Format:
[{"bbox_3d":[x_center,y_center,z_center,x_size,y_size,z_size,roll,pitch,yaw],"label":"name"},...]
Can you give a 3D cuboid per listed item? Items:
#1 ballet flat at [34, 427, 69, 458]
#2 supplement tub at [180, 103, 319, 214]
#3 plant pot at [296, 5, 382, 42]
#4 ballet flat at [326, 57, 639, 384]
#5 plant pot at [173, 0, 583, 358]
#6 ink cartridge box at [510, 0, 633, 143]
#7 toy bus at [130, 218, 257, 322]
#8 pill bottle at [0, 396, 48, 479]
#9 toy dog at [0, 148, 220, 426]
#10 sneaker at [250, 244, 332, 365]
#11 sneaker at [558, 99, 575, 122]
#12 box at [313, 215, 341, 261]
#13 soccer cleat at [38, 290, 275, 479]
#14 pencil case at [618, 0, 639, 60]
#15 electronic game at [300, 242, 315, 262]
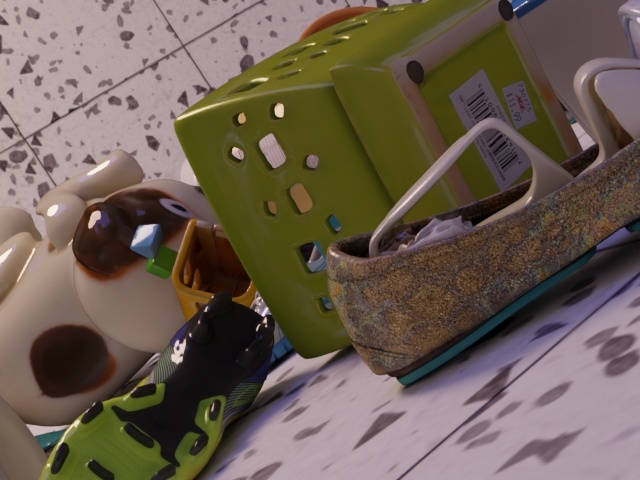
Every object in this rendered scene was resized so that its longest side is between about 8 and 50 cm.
[{"bbox_3d":[-0.205,0.187,1.095,0.072,0.068,0.213,-29,1,-41],"label":"ballet flat"},{"bbox_3d":[-0.007,-0.117,1.791,0.331,0.241,0.241,-31,5,28],"label":"supplement tub"},{"bbox_3d":[0.066,-0.199,2.067,0.291,0.291,0.203,-36,-10,-29],"label":"plant pot"},{"bbox_3d":[0.154,-0.040,0.769,0.348,0.123,0.123,-32,5,13],"label":"ballet flat"},{"bbox_3d":[0.063,-0.065,1.009,0.207,0.228,0.227,-16,16,47],"label":"plant pot"},{"bbox_3d":[0.379,-0.300,1.162,0.285,0.166,0.395,-29,17,52],"label":"ink cartridge box"},{"bbox_3d":[-0.098,0.064,1.362,0.191,0.202,0.104,-16,49,48],"label":"toy bus"},{"bbox_3d":[-0.332,0.233,0.917,0.283,0.160,0.160,-33,5,0],"label":"pill bottle"},{"bbox_3d":[-0.277,0.060,1.610,0.408,0.284,0.395,-28,23,43],"label":"toy dog"},{"bbox_3d":[-0.042,0.062,1.207,0.190,0.083,0.071,-37,8,-29],"label":"sneaker"},{"bbox_3d":[0.304,-0.215,1.526,0.178,0.124,0.295,-24,6,-4],"label":"sneaker"},{"bbox_3d":[0.089,-0.038,1.228,0.060,0.101,0.244,-29,6,42],"label":"box"},{"bbox_3d":[-0.119,0.148,0.977,0.289,0.093,0.121,-48,-15,-55],"label":"soccer cleat"},{"bbox_3d":[0.342,-0.177,0.882,0.273,0.113,0.124,-33,48,3],"label":"pencil case"},{"bbox_3d":[0.000,0.000,1.475,0.229,0.048,0.229,-16,-2,0],"label":"electronic game"}]
